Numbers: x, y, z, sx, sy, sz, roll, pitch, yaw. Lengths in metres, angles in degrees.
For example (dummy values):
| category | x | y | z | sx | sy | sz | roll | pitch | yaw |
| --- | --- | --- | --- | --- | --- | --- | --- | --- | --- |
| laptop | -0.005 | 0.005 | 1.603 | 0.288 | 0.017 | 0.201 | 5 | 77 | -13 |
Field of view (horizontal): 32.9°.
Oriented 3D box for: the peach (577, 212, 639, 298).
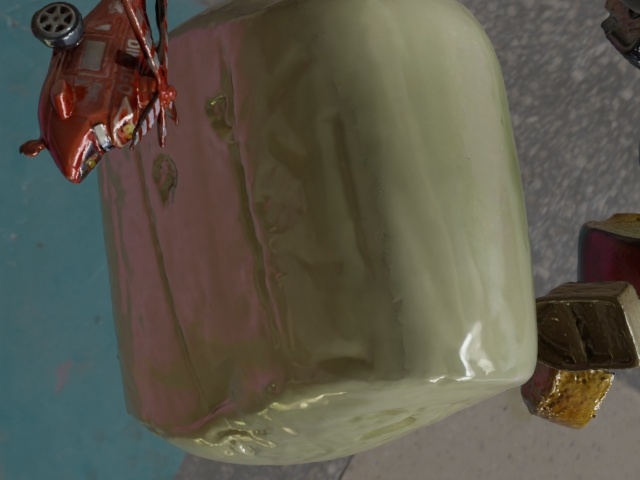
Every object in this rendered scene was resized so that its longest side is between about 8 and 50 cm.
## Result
| category | x | y | z | sx | sy | sz | roll | pitch | yaw |
| --- | --- | --- | --- | --- | --- | --- | --- | --- | --- |
| peach | 0.551 | 0.059 | 1.837 | 0.274 | 0.248 | 0.245 | 32 | 94 | 48 |

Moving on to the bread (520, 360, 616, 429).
| category | x | y | z | sx | sy | sz | roll | pitch | yaw |
| --- | --- | --- | --- | --- | --- | --- | --- | --- | --- |
| bread | 0.418 | 0.246 | 1.848 | 0.143 | 0.229 | 0.140 | 21 | 90 | 10 |

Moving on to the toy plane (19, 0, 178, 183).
| category | x | y | z | sx | sy | sz | roll | pitch | yaw |
| --- | --- | --- | --- | --- | --- | --- | --- | --- | --- |
| toy plane | -0.109 | -0.123 | 0.580 | 0.077 | 0.126 | 0.194 | 4 | 85 | 7 |

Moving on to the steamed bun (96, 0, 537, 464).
| category | x | y | z | sx | sy | sz | roll | pitch | yaw |
| --- | --- | --- | --- | --- | --- | --- | --- | --- | --- |
| steamed bun | 0.000 | 0.000 | 0.946 | 0.455 | 0.289 | 0.372 | -13 | 84 | 55 |

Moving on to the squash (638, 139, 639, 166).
| category | x | y | z | sx | sy | sz | roll | pitch | yaw |
| --- | --- | --- | --- | --- | --- | --- | --- | --- | --- |
| squash | 0.552 | -0.135 | 1.443 | 0.252 | 0.252 | 0.165 | -27 | 124 | 25 |

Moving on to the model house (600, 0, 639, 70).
| category | x | y | z | sx | sy | sz | roll | pitch | yaw |
| --- | --- | --- | --- | --- | --- | --- | --- | --- | --- |
| model house | 0.585 | -0.350 | 1.610 | 0.298 | 0.243 | 0.284 | -6 | 70 | 51 |

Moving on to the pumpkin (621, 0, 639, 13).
| category | x | y | z | sx | sy | sz | roll | pitch | yaw |
| --- | --- | --- | --- | --- | --- | --- | --- | --- | --- |
| pumpkin | 0.420 | -0.389 | 1.318 | 0.162 | 0.233 | 0.233 | -12 | 100 | 12 |

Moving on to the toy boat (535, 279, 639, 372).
| category | x | y | z | sx | sy | sz | roll | pitch | yaw |
| --- | --- | --- | --- | --- | --- | --- | --- | --- | --- |
| toy boat | 0.350 | 0.115 | 1.471 | 0.188 | 0.061 | 0.116 | -8 | 110 | 46 |
